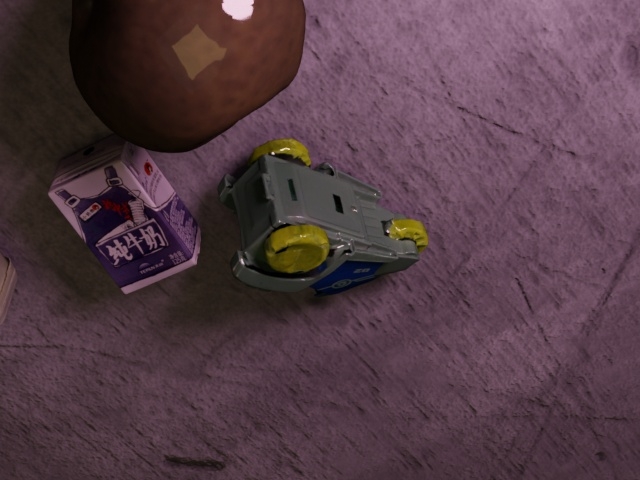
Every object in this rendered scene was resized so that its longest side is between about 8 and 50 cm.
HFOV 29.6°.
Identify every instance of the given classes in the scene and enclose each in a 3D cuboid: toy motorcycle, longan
[{"bbox_3d":[0.000,0.000,1.861,0.326,0.191,0.200,20,134,-37],"label":"toy motorcycle"},{"bbox_3d":[-0.179,-0.263,1.588,0.288,0.288,0.350,34,128,-24],"label":"longan"}]

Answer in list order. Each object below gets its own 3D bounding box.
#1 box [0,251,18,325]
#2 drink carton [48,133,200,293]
[{"bbox_3d":[-0.704,0.013,1.844,0.352,0.177,0.344,-17,122,12],"label":"box"},{"bbox_3d":[-0.296,-0.044,1.855,0.134,0.102,0.222,-22,123,17],"label":"drink carton"}]
